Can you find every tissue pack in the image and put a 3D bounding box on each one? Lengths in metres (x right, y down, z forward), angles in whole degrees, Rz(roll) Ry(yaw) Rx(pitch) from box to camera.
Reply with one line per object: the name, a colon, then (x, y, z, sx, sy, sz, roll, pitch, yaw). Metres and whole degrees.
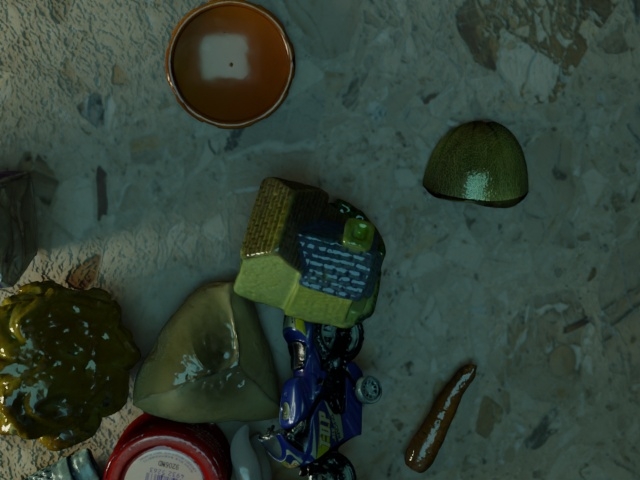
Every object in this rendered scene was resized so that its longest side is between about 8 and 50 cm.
tissue pack: (-0.588, -0.008, 1.764, 0.338, 0.242, 0.160, -3, 101, 1)

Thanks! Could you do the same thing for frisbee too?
frisbee: (-0.133, -0.261, 1.827, 0.192, 0.035, 0.192, 0, 98, 0)

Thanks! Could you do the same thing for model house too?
model house: (0.000, 0.000, 1.755, 0.214, 0.189, 0.195, 19, 70, 1)

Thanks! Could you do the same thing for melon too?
melon: (0.235, -0.113, 1.825, 0.160, 0.079, 0.128, 2, 100, 0)

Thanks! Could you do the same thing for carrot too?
carrot: (0.188, 0.271, 1.903, 0.047, 0.047, 0.191, 29, 94, -4)

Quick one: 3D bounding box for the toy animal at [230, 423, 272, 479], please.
toy animal: (-0.103, 0.394, 1.844, 0.131, 0.221, 0.104, -40, 141, 14)

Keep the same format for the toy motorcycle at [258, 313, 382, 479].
toy motorcycle: (-0.010, 0.231, 1.822, 0.169, 0.113, 0.315, 12, 72, -32)

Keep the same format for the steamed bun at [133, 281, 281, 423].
steamed bun: (-0.156, 0.167, 1.830, 0.231, 0.110, 0.212, 2, 89, -24)

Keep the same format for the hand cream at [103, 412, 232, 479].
hand cream: (-0.230, 0.357, 1.876, 0.193, 0.125, 0.193, 0, 101, -1)

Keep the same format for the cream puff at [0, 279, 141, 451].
cream puff: (-0.385, 0.178, 1.810, 0.244, 0.196, 0.244, -8, 114, -18)

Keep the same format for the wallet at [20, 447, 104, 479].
wallet: (-0.454, 0.498, 1.897, 0.342, 0.075, 0.237, -29, 79, 8)
